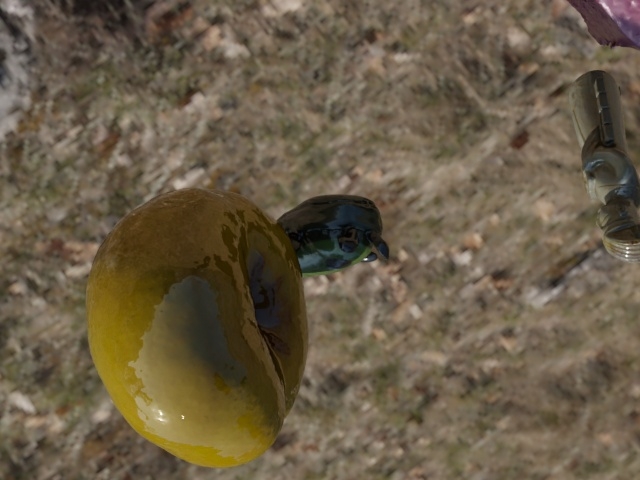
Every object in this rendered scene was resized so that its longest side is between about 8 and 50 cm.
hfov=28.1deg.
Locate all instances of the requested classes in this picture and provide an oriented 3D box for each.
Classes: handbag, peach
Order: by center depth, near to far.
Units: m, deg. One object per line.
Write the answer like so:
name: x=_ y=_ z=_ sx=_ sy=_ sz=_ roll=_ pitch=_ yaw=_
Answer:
peach: x=-0.070 y=0.052 z=0.790 sx=0.103 sy=0.179 sz=0.179 roll=-14 pitch=170 yaw=22
handbag: x=0.000 y=0.000 z=0.881 sx=0.072 sy=0.047 sz=0.111 roll=10 pitch=161 yaw=-36

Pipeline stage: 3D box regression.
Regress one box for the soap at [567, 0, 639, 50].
soap: x=0.321 y=-0.301 z=1.211 sx=0.220 sy=0.127 sz=0.325 roll=-26 pitch=-156 yaw=30

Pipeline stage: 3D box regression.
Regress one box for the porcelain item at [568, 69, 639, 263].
porcelain item: x=0.281 y=-0.066 z=1.235 sx=0.054 sy=0.213 sz=0.084 roll=-12 pitch=139 yaw=13
